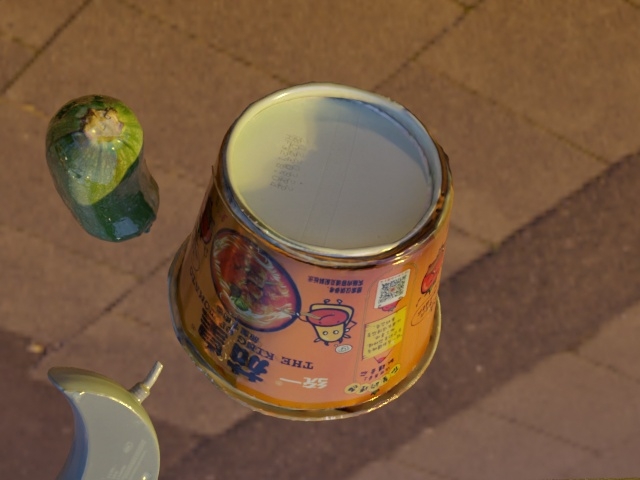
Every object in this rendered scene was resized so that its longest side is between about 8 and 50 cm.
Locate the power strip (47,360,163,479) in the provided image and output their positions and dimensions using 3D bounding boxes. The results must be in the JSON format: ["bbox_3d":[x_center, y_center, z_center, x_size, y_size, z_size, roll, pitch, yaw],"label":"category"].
[{"bbox_3d":[-0.202,0.191,1.283,0.137,0.044,0.216,21,104,-33],"label":"power strip"}]

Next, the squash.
[{"bbox_3d":[-0.160,-0.050,1.106,0.077,0.068,0.219,3,162,3],"label":"squash"}]

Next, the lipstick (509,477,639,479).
[{"bbox_3d":[0.167,0.242,1.285,0.304,0.076,0.076,-8,146,33],"label":"lipstick"}]

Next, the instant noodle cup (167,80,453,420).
[{"bbox_3d":[0.000,0.000,1.100,0.216,0.215,0.172,3,143,-9],"label":"instant noodle cup"}]
